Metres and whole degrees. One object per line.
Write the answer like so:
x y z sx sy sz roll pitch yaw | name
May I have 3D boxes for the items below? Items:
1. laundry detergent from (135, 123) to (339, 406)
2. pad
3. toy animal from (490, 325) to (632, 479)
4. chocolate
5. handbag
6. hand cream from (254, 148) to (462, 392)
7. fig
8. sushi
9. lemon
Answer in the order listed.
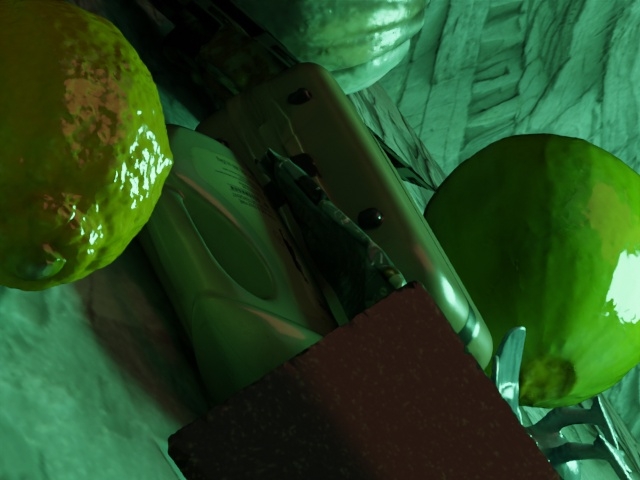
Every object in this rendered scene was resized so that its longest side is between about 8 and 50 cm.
-0.050 0.046 0.995 0.253 0.091 0.181 61 9 32 | laundry detergent
0.078 0.203 0.879 0.330 0.220 0.004 56 -34 7 | pad
0.173 0.202 1.237 0.255 0.176 0.239 50 23 -26 | toy animal
0.011 -0.274 1.620 0.213 0.303 0.303 50 12 -17 | chocolate
0.031 0.022 1.257 0.283 0.149 0.302 55 4 -48 | handbag
0.023 0.037 1.017 0.248 0.052 0.075 54 -26 35 | hand cream
0.268 0.046 1.745 0.343 0.343 0.343 51 11 -14 | fig
-0.078 -0.144 1.459 0.320 0.069 0.339 41 -6 -28 | sushi
-0.149 -0.049 0.754 0.142 0.142 0.187 43 20 -42 | lemon
